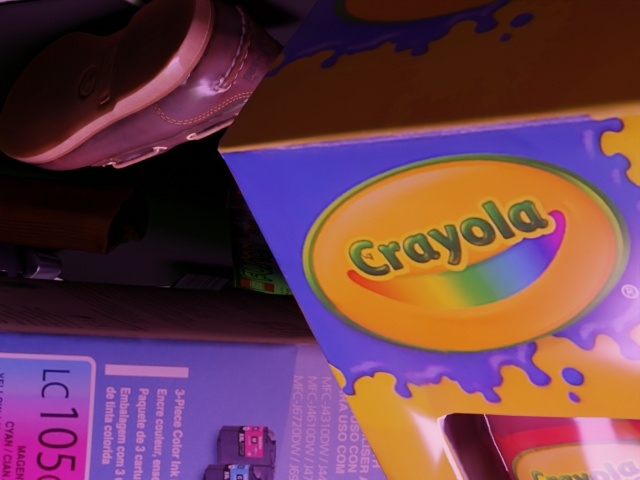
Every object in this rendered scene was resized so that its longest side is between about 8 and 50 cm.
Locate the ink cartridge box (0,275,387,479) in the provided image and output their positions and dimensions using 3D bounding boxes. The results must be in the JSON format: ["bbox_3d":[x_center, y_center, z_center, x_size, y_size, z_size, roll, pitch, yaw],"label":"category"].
[{"bbox_3d":[-0.048,0.111,1.175,0.395,0.151,0.270,2,-175,-23],"label":"ink cartridge box"}]

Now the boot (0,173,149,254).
[{"bbox_3d":[-0.262,-0.007,1.207,0.280,0.096,0.264,9,-176,9],"label":"boot"}]

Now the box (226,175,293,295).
[{"bbox_3d":[0.000,0.000,1.284,0.114,0.036,0.207,10,165,2],"label":"box"}]

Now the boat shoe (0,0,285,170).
[{"bbox_3d":[-0.092,-0.070,1.014,0.073,0.073,0.207,23,162,-32],"label":"boat shoe"}]

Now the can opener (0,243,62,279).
[{"bbox_3d":[-0.275,0.033,1.559,0.073,0.059,0.186,21,162,-35],"label":"can opener"}]

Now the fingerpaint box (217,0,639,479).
[{"bbox_3d":[0.245,0.051,0.665,0.444,0.163,0.371,-4,127,32],"label":"fingerpaint box"}]

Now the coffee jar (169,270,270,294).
[{"bbox_3d":[-0.022,0.078,1.471,0.184,0.096,0.079,5,-156,22],"label":"coffee jar"}]
